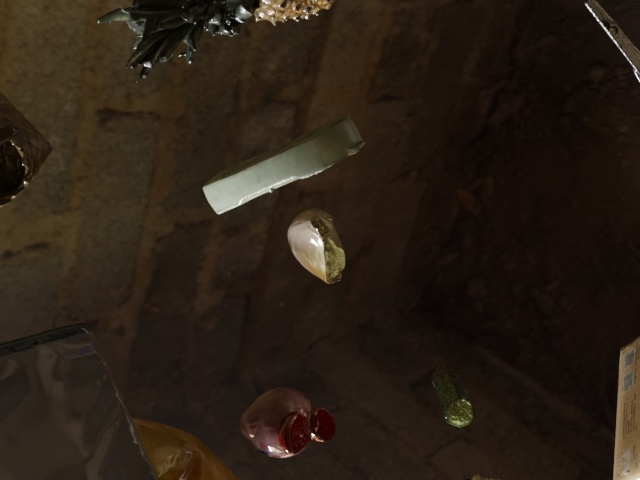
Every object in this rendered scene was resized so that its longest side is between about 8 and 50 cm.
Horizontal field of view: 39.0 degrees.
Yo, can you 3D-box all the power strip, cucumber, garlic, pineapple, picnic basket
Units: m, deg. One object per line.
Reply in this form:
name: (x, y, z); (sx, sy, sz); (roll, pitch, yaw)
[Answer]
power strip: (-0.048, -0.093, 1.125); (0.286, 0.080, 0.048); (-15, 110, 51)
cucumber: (0.240, 0.275, 1.638); (0.187, 0.058, 0.058); (-93, 0, -78)
garlic: (-0.009, -0.003, 1.668); (0.101, 0.087, 0.195); (39, 158, 27)
pineapple: (-0.149, -0.361, 1.324); (0.165, 0.365, 0.165); (59, 166, 26)
picnic basket: (-0.453, -0.110, 1.204); (0.128, 0.178, 0.138); (-38, 104, 18)

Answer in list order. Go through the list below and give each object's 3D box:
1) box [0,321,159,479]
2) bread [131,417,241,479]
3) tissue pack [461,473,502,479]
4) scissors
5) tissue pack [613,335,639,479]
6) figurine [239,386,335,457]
box: (-0.205, 0.212, 0.582); (0.153, 0.188, 0.252); (-43, 70, 40)
bread: (-0.263, 0.314, 0.945); (0.361, 0.250, 0.394); (9, 152, 19)
tissue pack: (0.242, 0.481, 1.265); (0.123, 0.215, 0.256); (5, 64, 57)
scissors: (0.441, -0.211, 1.194); (0.317, 0.160, 0.024); (40, 154, -24)
tissue pack: (0.662, 0.312, 1.579); (0.239, 0.305, 0.238); (12, 144, 9)
figurine: (-0.034, 0.175, 0.868); (0.071, 0.083, 0.067); (-9, 72, 38)
